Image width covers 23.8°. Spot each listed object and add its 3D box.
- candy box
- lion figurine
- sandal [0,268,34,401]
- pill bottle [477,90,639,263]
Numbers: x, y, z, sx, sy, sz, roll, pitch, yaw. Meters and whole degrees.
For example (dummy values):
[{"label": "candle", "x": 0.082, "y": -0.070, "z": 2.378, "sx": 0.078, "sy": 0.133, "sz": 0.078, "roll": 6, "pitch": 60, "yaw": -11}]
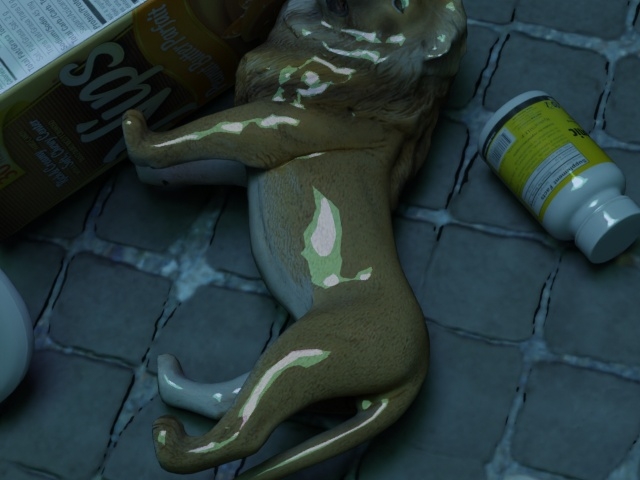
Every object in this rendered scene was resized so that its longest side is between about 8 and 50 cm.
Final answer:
[{"label": "candy box", "x": -0.130, "y": -0.146, "z": 1.045, "sx": 0.316, "sy": 0.183, "sz": 0.087, "roll": -36, "pitch": 73, "yaw": -15}, {"label": "lion figurine", "x": 0.000, "y": 0.000, "z": 1.004, "sx": 0.240, "sy": 0.142, "sz": 0.392, "roll": -7, "pitch": 74, "yaw": -3}, {"label": "sandal", "x": -0.392, "y": 0.043, "z": 1.044, "sx": 0.416, "sy": 0.169, "sz": 0.102, "roll": -2, "pitch": 21, "yaw": 9}, {"label": "pill bottle", "x": 0.163, "y": -0.041, "z": 1.020, "sx": 0.065, "sy": 0.065, "sz": 0.116, "roll": -33, "pitch": 61, "yaw": -9}]
